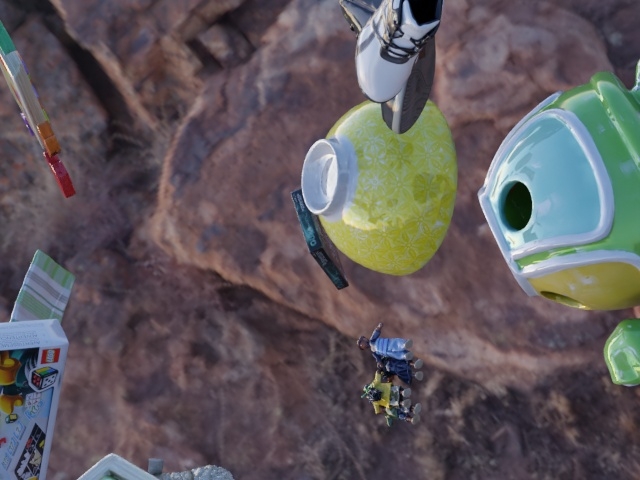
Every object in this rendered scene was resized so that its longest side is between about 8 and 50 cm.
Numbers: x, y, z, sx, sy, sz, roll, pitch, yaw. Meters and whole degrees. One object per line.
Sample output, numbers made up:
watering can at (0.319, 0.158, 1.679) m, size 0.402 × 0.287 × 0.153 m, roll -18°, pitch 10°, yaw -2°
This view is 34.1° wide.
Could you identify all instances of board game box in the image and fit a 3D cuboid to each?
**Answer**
board game box at (-0.399, 0.229, 1.160) m, size 0.053 × 0.193 × 0.305 m, roll 49°, pitch 132°, yaw 46°
board game box at (0.000, 0.000, 1.876) m, size 0.026 × 0.186 × 0.126 m, roll -22°, pitch 62°, yaw 7°

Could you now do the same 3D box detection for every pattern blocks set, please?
pattern blocks set at (-0.436, -0.228, 1.516) m, size 0.026 × 0.325 × 0.285 m, roll -27°, pitch 71°, yaw -14°

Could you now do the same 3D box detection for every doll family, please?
doll family at (0.121, 0.245, 1.894) m, size 0.111 × 0.076 × 0.192 m, roll 6°, pitch 91°, yaw 43°

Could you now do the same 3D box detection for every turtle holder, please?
turtle holder at (0.318, -0.015, 1.148) m, size 0.228 × 0.320 × 0.243 m, roll -26°, pitch -2°, yaw 14°

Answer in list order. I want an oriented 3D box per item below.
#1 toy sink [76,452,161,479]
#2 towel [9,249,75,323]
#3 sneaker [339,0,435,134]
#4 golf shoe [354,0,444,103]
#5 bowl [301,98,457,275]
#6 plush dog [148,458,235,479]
toy sink at (-0.132, 0.287, 0.807) m, size 0.234 × 0.131 × 0.153 m, roll 17°, pitch 44°, yaw 42°
towel at (-0.490, 0.108, 1.855) m, size 0.023 × 0.113 × 0.152 m, roll 0°, pitch 61°, yaw 27°
sneaker at (0.087, -0.259, 1.409) m, size 0.118 × 0.222 × 0.083 m, roll 20°, pitch 32°, yaw 29°
golf shoe at (0.091, -0.240, 1.198) m, size 0.094 × 0.077 × 0.198 m, roll -94°, pitch 20°, yaw -61°
bowl at (0.066, -0.092, 1.613) m, size 0.289 × 0.156 × 0.289 m, roll -12°, pitch 77°, yaw 59°
plush dog at (-0.258, 0.506, 1.707) m, size 0.262 × 0.211 × 0.225 m, roll -42°, pitch 47°, yaw 20°
